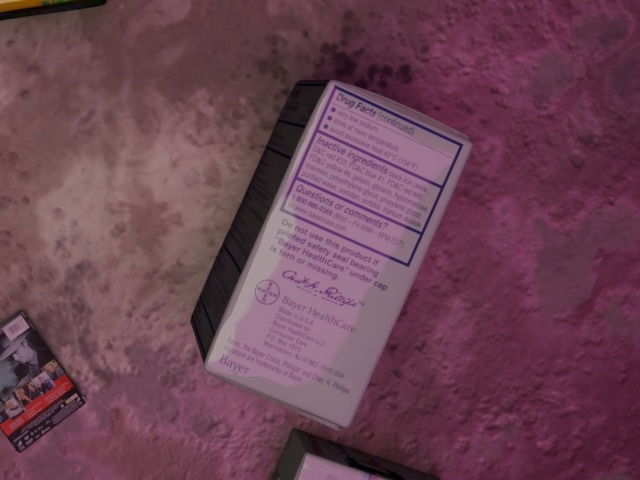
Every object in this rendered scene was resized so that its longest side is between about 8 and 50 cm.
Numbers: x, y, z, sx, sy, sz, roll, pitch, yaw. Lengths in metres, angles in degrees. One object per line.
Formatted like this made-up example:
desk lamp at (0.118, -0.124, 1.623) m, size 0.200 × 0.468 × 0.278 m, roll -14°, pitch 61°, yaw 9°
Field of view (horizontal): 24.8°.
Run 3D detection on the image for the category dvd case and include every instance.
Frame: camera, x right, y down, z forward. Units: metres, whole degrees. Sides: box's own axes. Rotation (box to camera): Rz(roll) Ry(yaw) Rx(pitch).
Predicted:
dvd case at (-0.307, 0.145, 1.487) m, size 0.087 × 0.013 × 0.119 m, roll -38°, pitch 108°, yaw -18°

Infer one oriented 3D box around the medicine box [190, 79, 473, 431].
medicine box at (0.000, 0.000, 1.401) m, size 0.149 × 0.263 × 0.289 m, roll 24°, pitch 93°, yaw -9°

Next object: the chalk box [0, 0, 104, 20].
chalk box at (-0.295, -0.300, 1.377) m, size 0.289 × 0.180 × 0.179 m, roll -9°, pitch 97°, yaw -5°

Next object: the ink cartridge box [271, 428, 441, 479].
ink cartridge box at (0.045, 0.264, 1.502) m, size 0.175 × 0.127 × 0.072 m, roll 20°, pitch 92°, yaw -9°
